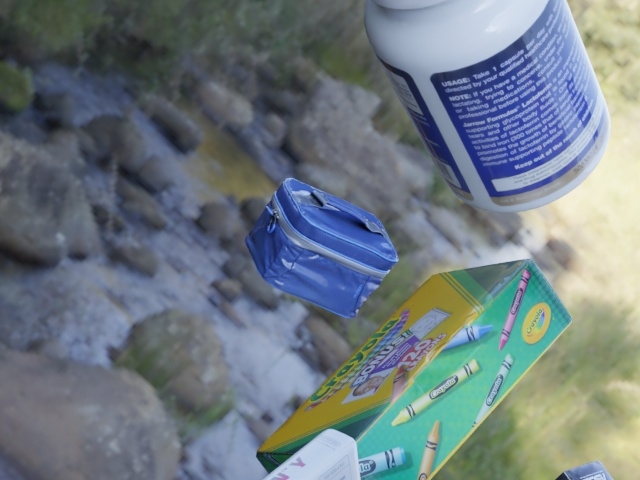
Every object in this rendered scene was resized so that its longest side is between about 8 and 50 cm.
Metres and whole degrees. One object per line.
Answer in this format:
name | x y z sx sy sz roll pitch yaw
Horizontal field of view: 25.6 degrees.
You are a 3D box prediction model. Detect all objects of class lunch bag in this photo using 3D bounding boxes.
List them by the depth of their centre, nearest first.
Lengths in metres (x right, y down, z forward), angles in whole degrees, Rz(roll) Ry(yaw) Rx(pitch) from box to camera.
lunch bag | 0.000 0.000 0.962 0.098 0.065 0.067 24 22 -32

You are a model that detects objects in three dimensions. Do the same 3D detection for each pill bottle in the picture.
pill bottle | 0.125 -0.156 1.115 0.264 0.153 0.153 56 0 -45

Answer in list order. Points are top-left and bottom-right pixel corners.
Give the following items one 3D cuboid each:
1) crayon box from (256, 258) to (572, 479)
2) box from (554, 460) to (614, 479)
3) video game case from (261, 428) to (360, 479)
crayon box | 0.088 0.138 1.328 0.081 0.278 0.165 53 -28 -13
box | 0.197 0.322 1.157 0.056 0.231 0.183 -5 53 -47
video game case | -0.039 0.222 0.713 0.023 0.201 0.183 20 40 37
